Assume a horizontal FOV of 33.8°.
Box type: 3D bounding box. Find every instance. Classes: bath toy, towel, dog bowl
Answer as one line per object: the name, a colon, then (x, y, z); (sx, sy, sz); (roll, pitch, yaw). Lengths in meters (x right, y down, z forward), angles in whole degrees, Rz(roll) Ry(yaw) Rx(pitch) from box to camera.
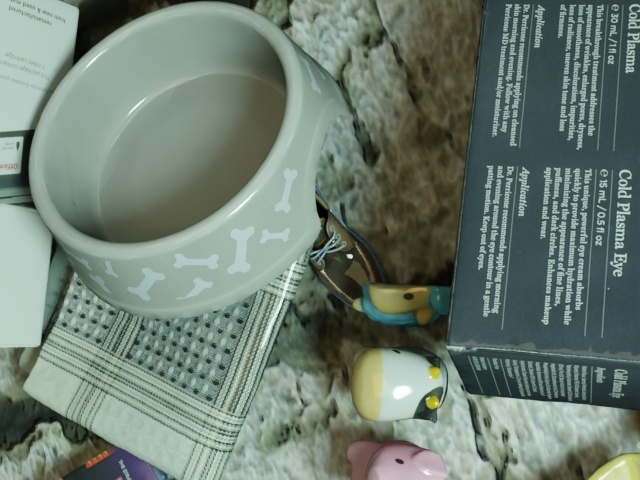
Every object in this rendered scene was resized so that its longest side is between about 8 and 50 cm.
bath toy: (0.085, 0.217, 1.030); (0.129, 0.151, 0.348); (1, 87, 33)
towel: (-0.184, 0.066, 1.140); (0.324, 0.056, 0.312); (23, 93, 33)
dog bowl: (-0.145, -0.098, 1.088); (0.349, 0.102, 0.348); (-11, 59, 18)

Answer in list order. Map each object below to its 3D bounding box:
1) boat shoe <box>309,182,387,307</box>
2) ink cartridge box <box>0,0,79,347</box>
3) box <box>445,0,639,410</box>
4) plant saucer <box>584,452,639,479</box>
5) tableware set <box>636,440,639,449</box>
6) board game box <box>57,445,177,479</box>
boat shoe: (0.000, 0.000, 1.119); (0.066, 0.066, 0.183); (-42, 75, 10)
ink cartridge box: (-0.448, -0.086, 1.186); (0.285, 0.166, 0.395); (4, 86, 31)
box: (0.291, -0.030, 0.928); (0.312, 0.179, 0.343); (4, 70, 16)
plant saucer: (0.249, 0.389, 0.871); (0.333, 0.081, 0.333); (-37, 38, -5)
tableware set: (0.381, 0.169, 0.959); (0.141, 0.020, 0.168); (32, 100, 20)
board game box: (-0.215, 0.319, 1.169); (0.141, 0.048, 0.170); (-33, 77, 13)
